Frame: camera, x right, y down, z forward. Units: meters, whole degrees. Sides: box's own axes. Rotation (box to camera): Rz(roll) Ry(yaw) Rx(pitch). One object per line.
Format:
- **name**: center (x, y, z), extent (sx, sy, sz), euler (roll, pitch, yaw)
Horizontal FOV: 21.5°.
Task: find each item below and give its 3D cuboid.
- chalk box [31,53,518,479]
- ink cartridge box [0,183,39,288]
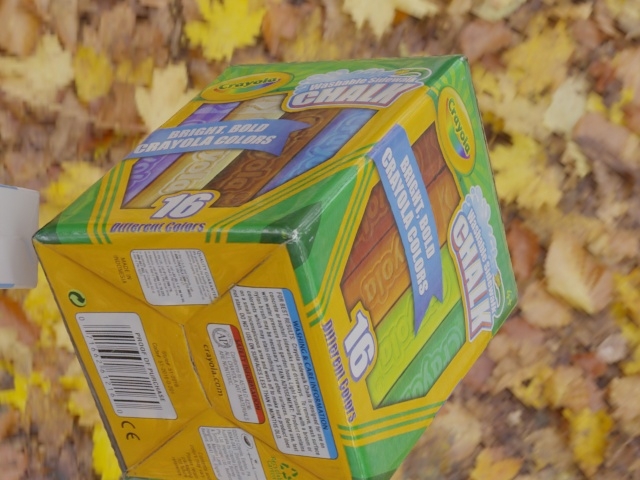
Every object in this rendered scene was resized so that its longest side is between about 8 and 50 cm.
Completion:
- **chalk box**: center (0.000, 0.000, 1.020), extent (0.179, 0.180, 0.289), euler (1, 31, 32)
- **ink cartridge box**: center (-0.263, -0.003, 0.965), extent (0.181, 0.104, 0.061), euler (0, 88, 6)
